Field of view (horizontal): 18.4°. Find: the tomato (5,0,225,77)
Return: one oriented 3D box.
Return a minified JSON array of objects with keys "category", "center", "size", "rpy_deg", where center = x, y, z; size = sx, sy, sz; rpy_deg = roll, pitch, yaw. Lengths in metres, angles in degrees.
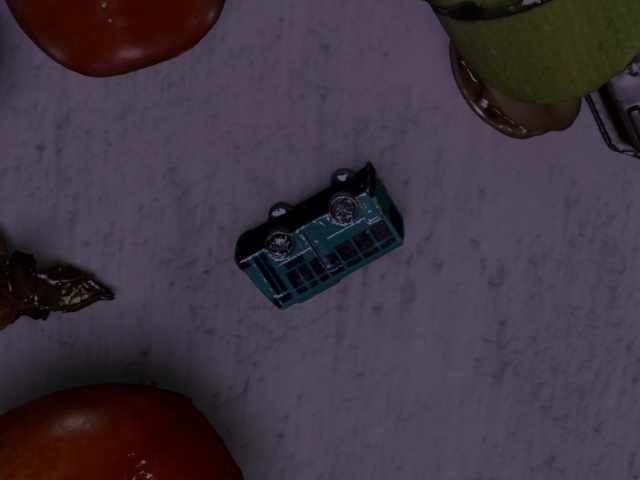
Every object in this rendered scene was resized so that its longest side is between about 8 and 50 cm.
[{"category":"tomato","center":[-0.195,-0.257,1.840],"size":[0.232,0.188,0.232],"rpy_deg":[2,115,5]}]

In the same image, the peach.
[{"category":"peach","center":[-0.237,0.317,2.023],"size":[0.370,0.370,0.370],"rpy_deg":[1,113,3]}]

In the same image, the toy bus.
[{"category":"toy bus","center":[0.000,0.000,1.998],"size":[0.160,0.079,0.092],"rpy_deg":[-29,109,13]}]

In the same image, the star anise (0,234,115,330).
[{"category":"star anise","center":[-0.316,0.016,2.043],"size":[0.158,0.144,0.140],"rpy_deg":[-17,156,17]}]

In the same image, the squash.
[{"category":"squash","center":[0.203,-0.251,1.823],"size":[0.220,0.220,0.133],"rpy_deg":[-27,137,14]}]

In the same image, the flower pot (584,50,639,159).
[{"category":"flower pot","center":[0.326,-0.186,1.895],"size":[0.179,0.084,0.251],"rpy_deg":[-23,110,13]}]

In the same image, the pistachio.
[{"category":"pistachio","center":[0.188,-0.161,1.907],"size":[0.113,0.113,0.149],"rpy_deg":[-30,102,15]}]
